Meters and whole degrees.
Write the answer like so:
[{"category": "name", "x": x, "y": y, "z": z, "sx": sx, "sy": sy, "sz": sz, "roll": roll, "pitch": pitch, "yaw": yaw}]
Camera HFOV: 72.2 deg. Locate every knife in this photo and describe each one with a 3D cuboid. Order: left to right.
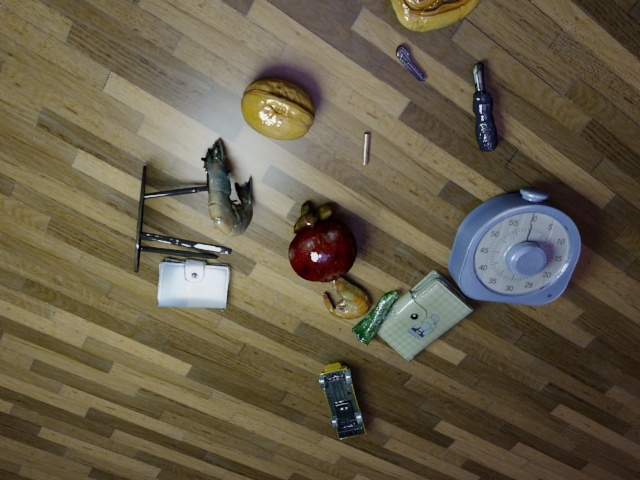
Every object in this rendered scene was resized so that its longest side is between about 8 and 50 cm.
[{"category": "knife", "x": 0.252, "y": -0.489, "z": 1.219, "sx": 0.031, "sy": 0.018, "sz": 0.121, "roll": -42, "pitch": 112, "yaw": 17}]

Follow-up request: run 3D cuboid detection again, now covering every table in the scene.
[{"category": "table", "x": -0.397, "y": -0.025, "z": 1.272, "sx": 0.248, "sy": 0.317, "sz": 0.318, "roll": 5, "pitch": 115, "yaw": -21}]

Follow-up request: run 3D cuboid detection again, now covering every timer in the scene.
[{"category": "timer", "x": 0.623, "y": 0.021, "z": 1.388, "sx": 0.394, "sy": 0.173, "sz": 0.395, "roll": -1, "pitch": 115, "yaw": -1}]

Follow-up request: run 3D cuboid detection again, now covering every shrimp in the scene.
[{"category": "shrimp", "x": -0.257, "y": -0.147, "z": 1.275, "sx": 0.075, "sy": 0.290, "sz": 0.178, "roll": -27, "pitch": 155, "yaw": 25}, {"category": "shrimp", "x": 0.069, "y": 0.186, "z": 1.496, "sx": 0.150, "sy": 0.068, "sz": 0.249, "roll": -30, "pitch": 118, "yaw": 16}]

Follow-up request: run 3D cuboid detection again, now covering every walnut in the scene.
[{"category": "walnut", "x": -0.112, "y": -0.356, "z": 1.188, "sx": 0.206, "sy": 0.159, "sz": 0.159, "roll": 19, "pitch": 112, "yaw": -6}]

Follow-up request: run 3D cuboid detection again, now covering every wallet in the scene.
[{"category": "wallet", "x": -0.417, "y": 0.142, "z": 1.446, "sx": 0.230, "sy": 0.069, "sz": 0.170, "roll": 5, "pitch": 97, "yaw": -9}, {"category": "wallet", "x": 0.359, "y": 0.272, "z": 1.548, "sx": 0.223, "sy": 0.077, "sz": 0.309, "roll": 40, "pitch": 109, "yaw": -19}]

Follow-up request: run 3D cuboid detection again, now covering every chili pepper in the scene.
[{"category": "chili pepper", "x": 0.202, "y": 0.258, "z": 1.524, "sx": 0.059, "sy": 0.088, "sz": 0.227, "roll": 13, "pitch": 119, "yaw": -47}]

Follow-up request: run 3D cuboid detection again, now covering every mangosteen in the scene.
[{"category": "mangosteen", "x": 0.000, "y": 0.000, "z": 1.344, "sx": 0.215, "sy": 0.215, "sz": 0.258, "roll": -15, "pitch": 79, "yaw": 4}]

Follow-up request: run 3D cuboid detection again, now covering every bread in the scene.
[{"category": "bread", "x": 0.288, "y": -0.637, "z": 1.096, "sx": 0.236, "sy": 0.120, "sz": 0.198, "roll": -15, "pitch": 113, "yaw": 5}]

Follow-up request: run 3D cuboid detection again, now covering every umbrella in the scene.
[{"category": "umbrella", "x": 0.462, "y": -0.377, "z": 1.260, "sx": 0.070, "sy": 0.071, "sz": 0.248, "roll": -18, "pitch": 110, "yaw": 5}]

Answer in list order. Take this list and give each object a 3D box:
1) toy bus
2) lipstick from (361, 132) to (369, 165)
[{"category": "toy bus", "x": 0.084, "y": 0.594, "z": 1.648, "sx": 0.121, "sy": 0.123, "sz": 0.336, "roll": -13, "pitch": 114, "yaw": 5}, {"category": "lipstick", "x": 0.135, "y": -0.272, "z": 1.311, "sx": 0.018, "sy": 0.019, "sz": 0.094, "roll": 0, "pitch": 115, "yaw": -3}]
